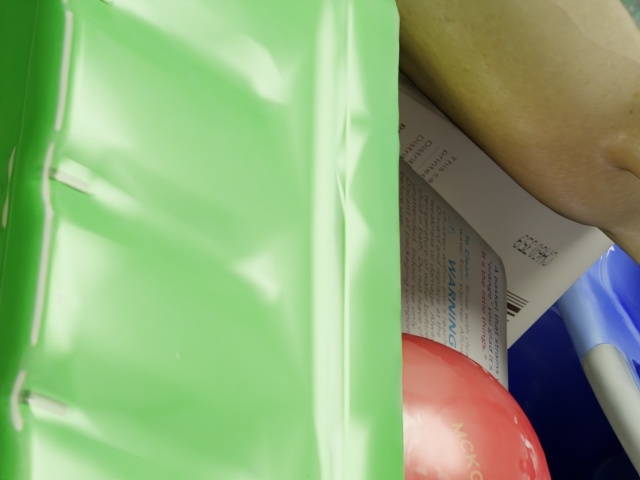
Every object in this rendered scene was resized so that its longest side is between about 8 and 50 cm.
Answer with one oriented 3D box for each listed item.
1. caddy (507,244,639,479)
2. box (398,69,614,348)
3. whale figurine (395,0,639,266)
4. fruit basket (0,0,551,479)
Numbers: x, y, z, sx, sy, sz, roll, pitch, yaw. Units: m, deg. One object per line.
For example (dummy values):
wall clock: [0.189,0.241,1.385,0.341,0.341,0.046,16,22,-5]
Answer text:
caddy: [0.185,0.120,0.771,0.179,0.241,0.341,41,16,-35]
box: [0.000,-0.007,0.721,0.182,0.181,0.119,26,23,-44]
whale figurine: [0.098,-0.089,0.577,0.272,0.141,0.216,45,3,-41]
fruit basket: [-0.023,0.076,0.489,0.353,0.165,0.327,47,37,-52]
